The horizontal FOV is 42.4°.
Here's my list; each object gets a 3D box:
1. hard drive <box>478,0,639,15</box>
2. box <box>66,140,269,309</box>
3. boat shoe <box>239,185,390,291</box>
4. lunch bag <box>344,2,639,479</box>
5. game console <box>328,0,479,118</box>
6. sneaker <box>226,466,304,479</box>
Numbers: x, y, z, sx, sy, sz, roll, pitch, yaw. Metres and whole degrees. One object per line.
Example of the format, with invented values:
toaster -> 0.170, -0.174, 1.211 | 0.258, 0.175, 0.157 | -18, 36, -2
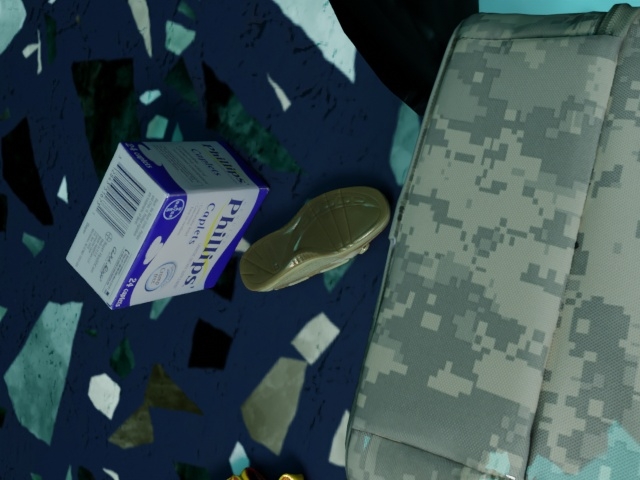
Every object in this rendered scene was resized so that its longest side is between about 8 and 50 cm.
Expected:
hard drive -> 0.195, -0.285, 0.486 | 0.210, 0.040, 0.318 | 2, 98, 33
box -> -0.133, -0.017, 0.732 | 0.072, 0.137, 0.126 | 43, 117, 21
boat shoe -> 0.000, 0.002, 0.708 | 0.153, 0.048, 0.056 | -33, 65, 26
lunch bag -> 0.184, 0.043, 0.434 | 0.256, 0.212, 0.305 | 8, 72, 36
game console -> 0.155, -0.246, 0.569 | 0.213, 0.044, 0.361 | 48, 119, 18
sneaker -> -0.079, 0.254, 0.787 | 0.175, 0.064, 0.067 | -18, 66, 29
